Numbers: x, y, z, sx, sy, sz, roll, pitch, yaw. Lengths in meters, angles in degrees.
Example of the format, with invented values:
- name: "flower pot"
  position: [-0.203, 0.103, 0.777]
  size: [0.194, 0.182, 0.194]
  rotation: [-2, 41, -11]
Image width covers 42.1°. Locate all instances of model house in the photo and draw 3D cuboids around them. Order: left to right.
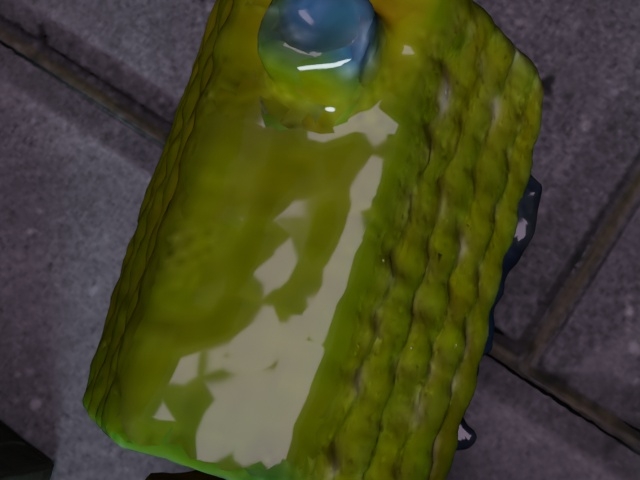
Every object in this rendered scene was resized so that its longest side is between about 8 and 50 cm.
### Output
- name: "model house"
  position: [0.000, 0.000, 0.447]
  size: [0.215, 0.303, 0.237]
  rotation: [15, 83, 13]

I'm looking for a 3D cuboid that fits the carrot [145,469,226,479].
- name: "carrot"
  position: [0.027, 0.254, 0.424]
  size: [0.340, 0.241, 0.242]
  rotation: [11, 82, 7]

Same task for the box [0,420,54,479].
- name: "box"
  position: [-0.289, 0.155, 0.470]
  size: [0.155, 0.231, 0.149]
  rotation: [35, 85, 8]
